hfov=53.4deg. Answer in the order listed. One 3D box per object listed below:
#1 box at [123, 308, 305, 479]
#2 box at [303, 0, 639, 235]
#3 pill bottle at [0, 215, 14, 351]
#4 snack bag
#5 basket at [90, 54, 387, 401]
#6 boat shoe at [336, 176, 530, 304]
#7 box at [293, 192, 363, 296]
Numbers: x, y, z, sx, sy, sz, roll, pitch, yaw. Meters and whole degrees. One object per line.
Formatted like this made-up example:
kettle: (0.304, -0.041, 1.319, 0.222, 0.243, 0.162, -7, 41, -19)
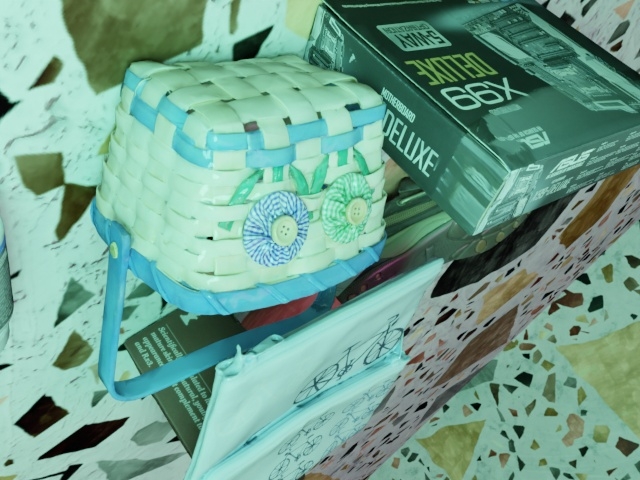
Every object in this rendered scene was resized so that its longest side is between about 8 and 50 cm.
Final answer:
box: (-0.128, 0.253, 0.890, 0.143, 0.191, 0.381, -31, 151, -20)
box: (0.173, -0.147, 0.622, 0.307, 0.242, 0.076, -19, 146, -36)
pill bottle: (-0.279, 0.035, 0.487, 0.078, 0.078, 0.137, -20, 147, -35)
snack bag: (-0.008, 0.180, 0.688, 0.323, 0.037, 0.343, -21, 144, -42)
basket: (-0.072, -0.004, 0.559, 0.254, 0.201, 0.289, -20, 137, -38)
boat shoe: (0.155, -0.039, 0.891, 0.355, 0.130, 0.132, -26, 147, -15)
box: (0.000, 0.000, 0.773, 0.087, 0.102, 0.101, -45, 152, 13)
